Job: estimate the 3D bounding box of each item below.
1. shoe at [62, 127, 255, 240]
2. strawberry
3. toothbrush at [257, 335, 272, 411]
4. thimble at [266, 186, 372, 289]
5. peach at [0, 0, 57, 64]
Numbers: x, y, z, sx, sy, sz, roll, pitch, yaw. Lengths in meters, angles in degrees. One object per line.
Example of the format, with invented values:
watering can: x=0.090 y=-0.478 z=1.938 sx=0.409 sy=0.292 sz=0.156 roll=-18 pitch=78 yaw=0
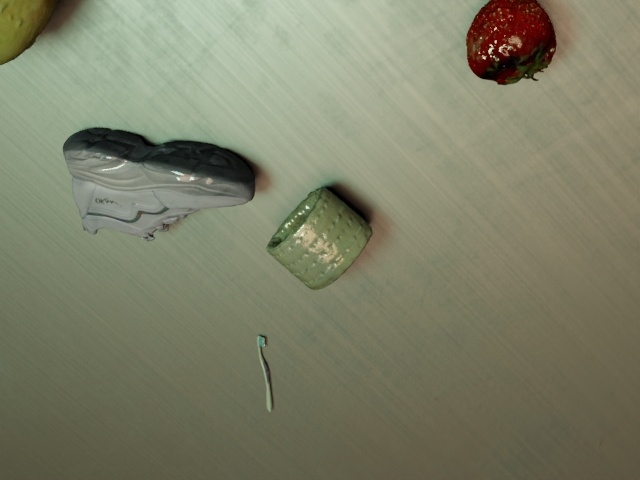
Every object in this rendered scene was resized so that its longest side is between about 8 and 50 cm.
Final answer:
shoe: x=-0.203 y=-0.055 z=1.100 sx=0.244 sy=0.095 sz=0.138 roll=10 pitch=123 yaw=8
strawberry: x=0.202 y=-0.221 z=0.946 sx=0.106 sy=0.106 sz=0.106 roll=4 pitch=118 yaw=7
toothbrush: x=-0.079 y=0.192 z=1.254 sx=0.013 sy=0.011 sz=0.131 roll=11 pitch=122 yaw=28
thimble: x=0.000 y=0.000 z=1.089 sx=0.090 sy=0.102 sz=0.115 roll=40 pitch=146 yaw=-13
peach: x=-0.378 y=-0.302 z=0.951 sx=0.232 sy=0.232 sz=0.233 roll=4 pitch=118 yaw=7
